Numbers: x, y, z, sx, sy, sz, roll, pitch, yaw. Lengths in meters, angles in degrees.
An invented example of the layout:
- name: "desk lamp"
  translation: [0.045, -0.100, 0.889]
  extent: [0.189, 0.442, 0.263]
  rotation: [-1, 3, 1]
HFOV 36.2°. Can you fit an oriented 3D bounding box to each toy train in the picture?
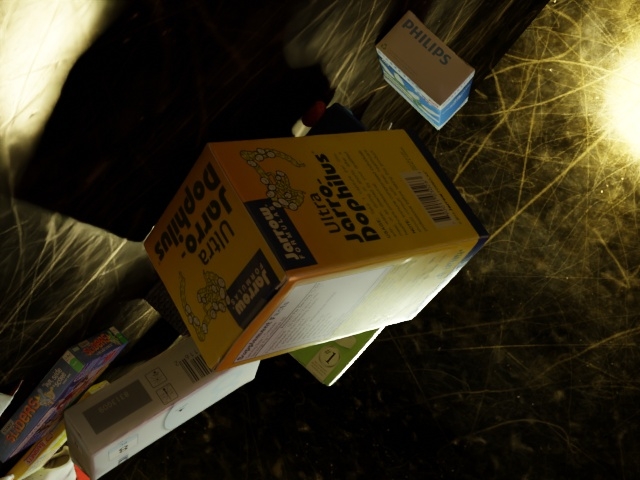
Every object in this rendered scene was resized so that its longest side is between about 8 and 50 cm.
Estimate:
- name: "toy train"
  translation: [-0.035, -0.097, 1.438]
  extent: [0.248, 0.105, 0.143]
  rotation: [-48, -172, 13]

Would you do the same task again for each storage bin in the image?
- name: "storage bin"
  translation: [-0.168, 0.050, 1.491]
  extent: [0.180, 0.084, 0.122]
  rotation: [-46, 175, 6]

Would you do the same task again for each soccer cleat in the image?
- name: "soccer cleat"
  translation: [-0.526, 0.442, 1.768]
  extent: [0.196, 0.068, 0.076]
  rotation: [-32, 135, -36]

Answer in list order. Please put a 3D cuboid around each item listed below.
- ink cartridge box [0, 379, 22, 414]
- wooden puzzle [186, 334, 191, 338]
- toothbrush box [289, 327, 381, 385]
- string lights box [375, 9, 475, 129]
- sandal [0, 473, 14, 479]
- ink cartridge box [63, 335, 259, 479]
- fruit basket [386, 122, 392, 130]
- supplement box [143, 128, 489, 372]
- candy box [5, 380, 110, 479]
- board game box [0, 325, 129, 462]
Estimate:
- name: "ink cartridge box"
  translation: [-0.425, 0.230, 1.143]
  extent: [0.145, 0.045, 0.179]
  rotation: [-48, -167, 4]
- name: "wooden puzzle"
  translation: [-0.178, 0.139, 1.944]
  extent: [0.347, 0.080, 0.322]
  rotation: [-51, -174, 0]
- name: "toothbrush box"
  translation: [0.033, 0.049, 1.489]
  extent: [0.283, 0.206, 0.122]
  rotation: [-49, 172, -2]
- name: "string lights box"
  translation: [0.164, -0.260, 1.526]
  extent: [0.077, 0.133, 0.260]
  rotation: [-46, 174, 4]
- name: "sandal"
  translation: [-0.578, 0.491, 1.585]
  extent: [0.265, 0.076, 0.102]
  rotation: [-46, 175, -4]
- name: "ink cartridge box"
  translation: [-0.261, 0.298, 1.623]
  extent: [0.308, 0.091, 0.385]
  rotation: [-31, 160, -25]
- name: "fruit basket"
  translation: [0.046, -0.013, 1.858]
  extent: [0.327, 0.166, 0.352]
  rotation: [120, -13, -67]
- name: "supplement box"
  translation: [0.000, 0.000, 1.223]
  extent: [0.357, 0.195, 0.194]
  rotation: [-10, 149, -44]
- name: "candy box"
  translation: [-0.445, 0.326, 1.678]
  extent: [0.206, 0.027, 0.105]
  rotation: [-47, 177, 4]
- name: "board game box"
  translation: [-0.371, 0.216, 1.393]
  extent: [0.201, 0.035, 0.136]
  rotation: [-48, 175, 15]
